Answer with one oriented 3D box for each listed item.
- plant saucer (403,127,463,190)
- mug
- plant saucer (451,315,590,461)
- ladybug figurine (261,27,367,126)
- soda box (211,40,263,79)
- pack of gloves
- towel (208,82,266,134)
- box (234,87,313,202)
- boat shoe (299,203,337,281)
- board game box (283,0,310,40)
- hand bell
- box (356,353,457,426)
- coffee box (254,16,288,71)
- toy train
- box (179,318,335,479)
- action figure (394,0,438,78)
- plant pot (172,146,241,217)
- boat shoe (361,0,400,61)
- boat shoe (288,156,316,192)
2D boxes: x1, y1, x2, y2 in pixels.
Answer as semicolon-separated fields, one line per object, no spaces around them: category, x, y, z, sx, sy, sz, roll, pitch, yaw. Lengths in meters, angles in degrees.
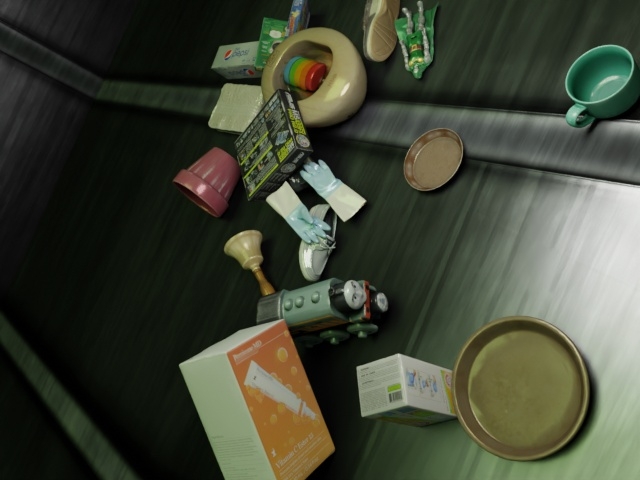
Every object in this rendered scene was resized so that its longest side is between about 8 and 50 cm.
plant saucer;0.286;-0.199;1.485;0.168;0.029;0.168;-21;58;37
mug;0.572;-0.309;1.215;0.158;0.097;0.129;-30;54;32
plant saucer;0.387;0.286;1.161;0.278;0.041;0.277;-19;60;36
ladybug figurine;-0.015;-0.482;1.801;0.449;0.162;0.305;40;101;45
soda box;-0.276;-0.660;2.181;0.286;0.091;0.098;12;80;46
pack of gloves;-0.022;-0.115;1.624;0.195;0.046;0.232;-44;60;0
towel;-0.301;-0.480;2.155;0.282;0.049;0.187;17;85;46
box;-0.144;-0.272;1.730;0.270;0.060;0.216;-41;57;41
boat shoe;0.001;0.000;1.628;0.081;0.079;0.227;-14;59;44
board game box;-0.077;-0.714;1.991;0.035;0.136;0.201;10;75;8
hand bell;-0.184;0.101;1.760;0.126;0.126;0.242;-42;60;22
box;0.183;0.314;1.223;0.114;0.203;0.103;-27;54;35
coffee box;-0.156;-0.664;2.035;0.040;0.113;0.184;117;162;-83
toy train;-0.002;0.176;1.470;0.334;0.190;0.142;-18;60;37
box;-0.142;0.390;1.381;0.168;0.215;0.345;-20;92;36
action figure;0.266;-0.549;1.644;0.137;0.063;0.232;-15;65;35
plant pot;-0.365;-0.206;2.000;0.201;0.201;0.180;24;74;46
boat shoe;0.167;-0.637;1.751;0.092;0.103;0.285;-12;60;46
boat shoe;-0.112;-0.264;1.822;0.113;0.127;0.340;-41;57;7
